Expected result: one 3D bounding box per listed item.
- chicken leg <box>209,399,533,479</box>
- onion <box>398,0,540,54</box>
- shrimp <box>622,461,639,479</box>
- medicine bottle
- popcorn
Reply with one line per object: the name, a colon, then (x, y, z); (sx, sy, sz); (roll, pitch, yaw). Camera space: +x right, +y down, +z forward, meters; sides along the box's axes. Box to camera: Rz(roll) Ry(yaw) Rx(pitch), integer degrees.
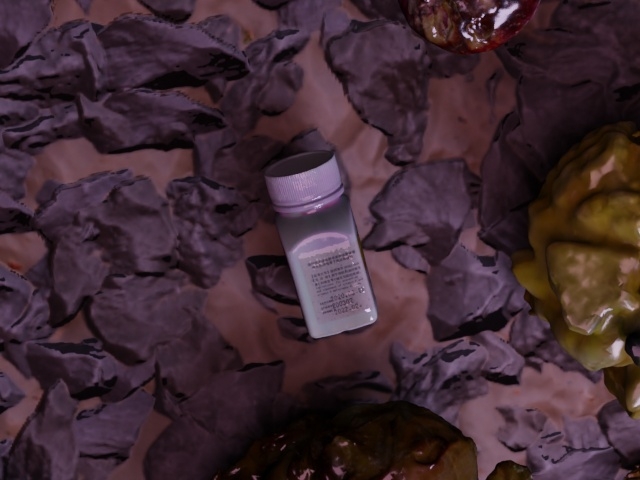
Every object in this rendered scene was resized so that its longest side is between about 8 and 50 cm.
chicken leg: (-0.010, 0.263, 1.161); (0.211, 0.140, 0.361); (35, 118, 11)
onion: (0.099, -0.177, 1.045); (0.107, 0.097, 0.107); (2, 95, 24)
shrimp: (0.293, 0.188, 1.207); (0.127, 0.025, 0.091); (-7, 110, -4)
medicine bottle: (0.000, 0.000, 1.103); (0.055, 0.074, 0.118); (-15, 107, 3)
popcorn: (0.235, 0.023, 1.073); (0.189, 0.169, 0.218); (-37, 102, 9)
